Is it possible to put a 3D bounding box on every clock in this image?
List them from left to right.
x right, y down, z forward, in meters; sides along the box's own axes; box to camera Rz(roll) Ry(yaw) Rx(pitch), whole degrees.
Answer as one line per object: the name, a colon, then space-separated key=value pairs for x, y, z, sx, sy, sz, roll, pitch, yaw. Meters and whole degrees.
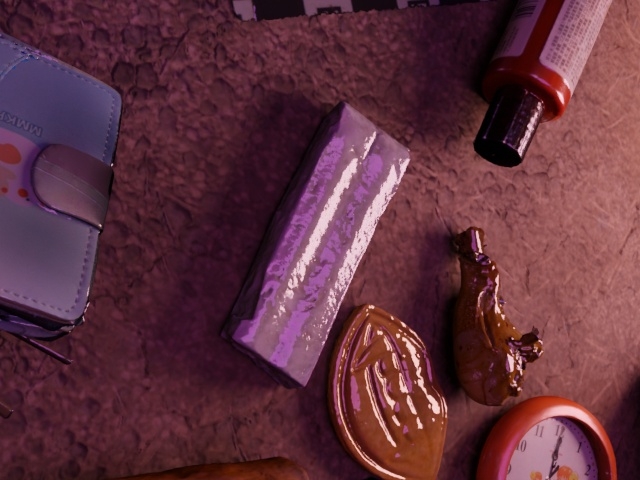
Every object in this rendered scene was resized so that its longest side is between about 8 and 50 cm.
clock: x=0.272 y=0.290 z=1.094 sx=0.205 sy=0.051 sz=0.205 roll=2 pitch=86 yaw=-28

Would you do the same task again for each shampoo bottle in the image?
shampoo bottle: x=0.259 y=-0.215 z=1.080 sx=0.104 sy=0.104 sz=0.278 roll=34 pitch=72 yaw=-24

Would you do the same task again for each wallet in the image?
wallet: x=-0.257 y=-0.051 z=0.739 sx=0.176 sy=0.075 sz=0.250 roll=24 pitch=49 yaw=-30

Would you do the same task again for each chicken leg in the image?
chicken leg: x=0.198 y=0.086 z=1.044 sx=0.101 sy=0.085 sz=0.207 roll=-8 pitch=83 yaw=13

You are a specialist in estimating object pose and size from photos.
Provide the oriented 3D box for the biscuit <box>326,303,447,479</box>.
biscuit: x=0.074 y=0.176 z=0.999 sx=0.142 sy=0.029 sz=0.220 roll=-21 pitch=98 yaw=-28

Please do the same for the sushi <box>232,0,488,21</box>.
sushi: x=0.048 y=-0.428 z=0.994 sx=0.359 sy=0.064 sz=0.343 roll=-13 pitch=94 yaw=-30

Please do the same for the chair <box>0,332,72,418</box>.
chair: x=-0.318 y=0.054 z=0.749 sx=0.221 sy=0.104 sz=0.095 roll=42 pitch=86 yaw=-24

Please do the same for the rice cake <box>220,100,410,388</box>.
rice cake: x=-0.002 y=0.000 z=0.952 sx=0.106 sy=0.050 sz=0.298 roll=33 pitch=73 yaw=-24

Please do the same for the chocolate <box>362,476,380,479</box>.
chocolate: x=0.048 y=0.307 z=0.950 sx=0.149 sy=0.080 sz=0.125 roll=-40 pitch=107 yaw=-24

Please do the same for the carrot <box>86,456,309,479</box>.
carrot: x=-0.151 y=0.269 z=0.786 sx=0.254 sy=0.196 sz=0.196 roll=12 pitch=82 yaw=-24
